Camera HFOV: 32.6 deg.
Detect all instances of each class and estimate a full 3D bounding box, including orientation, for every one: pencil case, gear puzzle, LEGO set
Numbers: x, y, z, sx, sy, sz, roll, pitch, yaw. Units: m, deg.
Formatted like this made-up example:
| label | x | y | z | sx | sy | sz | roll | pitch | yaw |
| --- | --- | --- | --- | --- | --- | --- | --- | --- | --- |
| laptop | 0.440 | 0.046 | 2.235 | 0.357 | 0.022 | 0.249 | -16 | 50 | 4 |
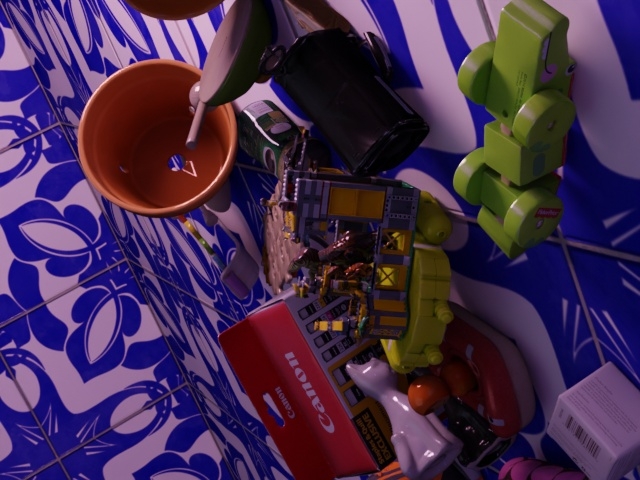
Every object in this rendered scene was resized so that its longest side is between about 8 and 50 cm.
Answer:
| label | x | y | z | sx | sy | sz | roll | pitch | yaw |
| --- | --- | --- | --- | --- | --- | --- | --- | --- | --- |
| pencil case | 0.332 | 0.361 | 1.519 | 0.209 | 0.095 | 0.098 | 168 | 108 | -72 |
| gear puzzle | -0.061 | 0.006 | 1.949 | 0.339 | 0.044 | 0.175 | 121 | 143 | -65 |
| LEGO set | 0.000 | 0.000 | 1.505 | 0.331 | 0.192 | 0.254 | -119 | 35 | -67 |

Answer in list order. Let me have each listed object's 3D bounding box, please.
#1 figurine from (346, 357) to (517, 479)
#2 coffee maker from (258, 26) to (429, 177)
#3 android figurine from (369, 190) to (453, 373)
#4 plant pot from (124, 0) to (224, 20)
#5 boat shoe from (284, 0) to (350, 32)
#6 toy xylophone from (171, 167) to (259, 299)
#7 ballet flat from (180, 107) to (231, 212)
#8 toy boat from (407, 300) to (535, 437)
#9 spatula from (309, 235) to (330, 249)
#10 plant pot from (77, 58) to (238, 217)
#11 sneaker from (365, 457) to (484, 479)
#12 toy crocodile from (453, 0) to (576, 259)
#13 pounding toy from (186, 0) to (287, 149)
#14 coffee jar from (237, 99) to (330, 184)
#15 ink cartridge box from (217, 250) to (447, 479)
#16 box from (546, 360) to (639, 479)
| label | x | y | z | sx | sy | sz | roll | pitch | yaw |
| --- | --- | --- | --- | --- | --- | --- | --- | --- | --- |
| figurine | 0.157 | 0.249 | 1.646 | 0.209 | 0.215 | 0.092 | 53 | 124 | 32 |
| coffee maker | 0.029 | -0.170 | 1.392 | 0.178 | 0.171 | 0.120 | 51 | 143 | 19 |
| android figurine | 0.124 | 0.063 | 1.494 | 0.273 | 0.056 | 0.248 | -115 | 32 | -62 |
| plant pot | -0.229 | -0.459 | 1.614 | 0.188 | 0.205 | 0.205 | -117 | 12 | -46 |
| boat shoe | -0.014 | -0.306 | 1.484 | 0.135 | 0.050 | 0.045 | 50 | 153 | 27 |
| toy xylophone | -0.253 | -0.027 | 2.348 | 0.322 | 0.081 | 0.236 | 46 | 175 | 42 |
| ballet flat | -0.242 | -0.175 | 2.206 | 0.248 | 0.086 | 0.086 | 60 | 161 | 4 |
| toy boat | 0.191 | 0.197 | 1.540 | 0.231 | 0.151 | 0.151 | 35 | 149 | 50 |
| spatula | 0.009 | 0.017 | 1.915 | 0.296 | 0.030 | 0.084 | 53 | 155 | 20 |
| plant pot | -0.288 | -0.169 | 2.059 | 0.291 | 0.291 | 0.203 | 56 | 176 | 12 |
| sneaker | 0.123 | 0.376 | 1.916 | 0.321 | 0.180 | 0.124 | 39 | 151 | 46 |
| toy crocodile | 0.215 | -0.107 | 1.149 | 0.115 | 0.105 | 0.340 | 45 | 151 | 39 |
| pounding toy | -0.113 | -0.257 | 1.692 | 0.237 | 0.110 | 0.183 | -57 | 24 | 30 |
| coffee jar | -0.058 | -0.148 | 1.773 | 0.184 | 0.079 | 0.096 | 44 | 147 | 40 |
| ink cartridge box | 0.030 | 0.211 | 1.746 | 0.130 | 0.272 | 0.309 | -28 | 93 | 53 |
| box | 0.340 | 0.222 | 1.303 | 0.101 | 0.087 | 0.102 | 49 | 159 | 29 |
